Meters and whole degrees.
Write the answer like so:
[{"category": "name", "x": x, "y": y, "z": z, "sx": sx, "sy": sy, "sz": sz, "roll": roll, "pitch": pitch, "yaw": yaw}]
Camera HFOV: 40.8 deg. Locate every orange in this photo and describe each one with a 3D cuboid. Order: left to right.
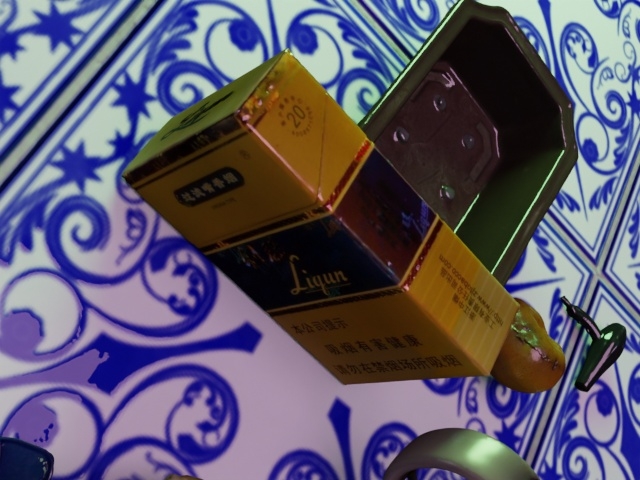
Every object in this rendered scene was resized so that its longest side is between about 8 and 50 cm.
[{"category": "orange", "x": 0.168, "y": 0.093, "z": 0.737, "sx": 0.086, "sy": 0.062, "sz": 0.086, "roll": 48, "pitch": 16, "yaw": -18}]

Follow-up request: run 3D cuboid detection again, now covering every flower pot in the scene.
[{"category": "flower pot", "x": 0.103, "y": -0.068, "z": 0.710, "sx": 0.179, "sy": 0.084, "sz": 0.251, "roll": 49, "pitch": 57, "yaw": -19}]

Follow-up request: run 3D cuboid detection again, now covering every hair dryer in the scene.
[{"category": "hair dryer", "x": 0.252, "y": 0.093, "z": 0.830, "sx": 0.083, "sy": 0.031, "sz": 0.079, "roll": 46, "pitch": 65, "yaw": -4}]

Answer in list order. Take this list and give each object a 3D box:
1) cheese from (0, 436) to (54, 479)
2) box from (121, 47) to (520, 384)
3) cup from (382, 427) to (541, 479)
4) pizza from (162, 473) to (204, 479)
[{"category": "cheese", "x": -0.242, "y": 0.105, "z": 0.429, "sx": 0.244, "sy": 0.062, "sz": 0.155, "roll": 38, "pitch": 62, "yaw": -38}, {"category": "box", "x": 0.000, "y": 0.000, "z": 0.576, "sx": 0.237, "sy": 0.152, "sz": 0.070, "roll": 44, "pitch": 58, "yaw": -22}, {"category": "cup", "x": 0.119, "y": 0.238, "z": 0.583, "sx": 0.191, "sy": 0.200, "sz": 0.253, "roll": -38, "pitch": 105, "yaw": -35}, {"category": "pizza", "x": -0.172, "y": 0.221, "z": 0.441, "sx": 0.305, "sy": 0.085, "sz": 0.161, "roll": -36, "pitch": 126, "yaw": -32}]
